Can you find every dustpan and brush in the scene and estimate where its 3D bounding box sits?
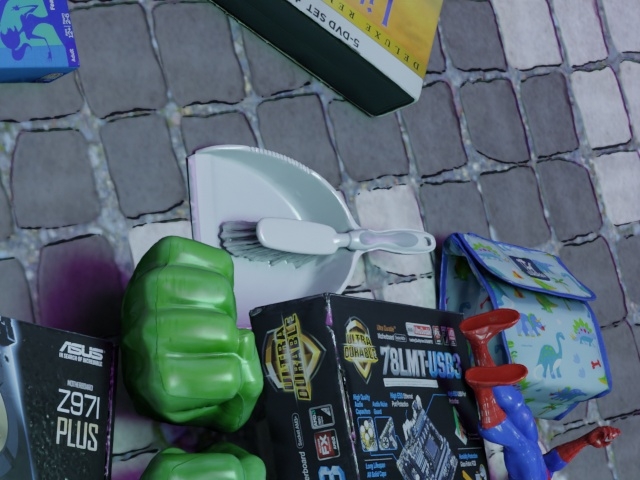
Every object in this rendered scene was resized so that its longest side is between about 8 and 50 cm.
[{"bbox_3d":[0.000,0.000,1.449,0.211,0.060,0.147,5,74,-42],"label":"dustpan and brush"}]

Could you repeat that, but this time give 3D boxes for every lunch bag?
[{"bbox_3d":[0.171,0.069,1.572,0.129,0.096,0.151,12,55,-38],"label":"lunch bag"}]

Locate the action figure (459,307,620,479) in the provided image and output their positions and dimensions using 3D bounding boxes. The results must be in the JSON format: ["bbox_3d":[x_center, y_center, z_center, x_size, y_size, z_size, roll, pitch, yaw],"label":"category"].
[{"bbox_3d":[0.202,0.174,1.485,0.091,0.139,0.280,-89,168,-45],"label":"action figure"}]

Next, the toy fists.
[{"bbox_3d":[-0.088,0.136,1.251,0.096,0.142,0.279,-1,77,-6],"label":"toy fists"}]

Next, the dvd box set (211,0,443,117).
[{"bbox_3d":[0.004,-0.357,1.562,0.307,0.062,0.420,34,56,-30],"label":"dvd box set"}]

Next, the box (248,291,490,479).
[{"bbox_3d":[0.057,0.194,1.364,0.295,0.073,0.293,12,66,-67],"label":"box"}]

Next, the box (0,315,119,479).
[{"bbox_3d":[-0.228,0.126,1.187,0.180,0.077,0.147,18,65,-38],"label":"box"}]

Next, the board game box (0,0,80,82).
[{"bbox_3d":[-0.277,-0.187,1.258,0.210,0.047,0.160,-8,83,-43],"label":"board game box"}]
